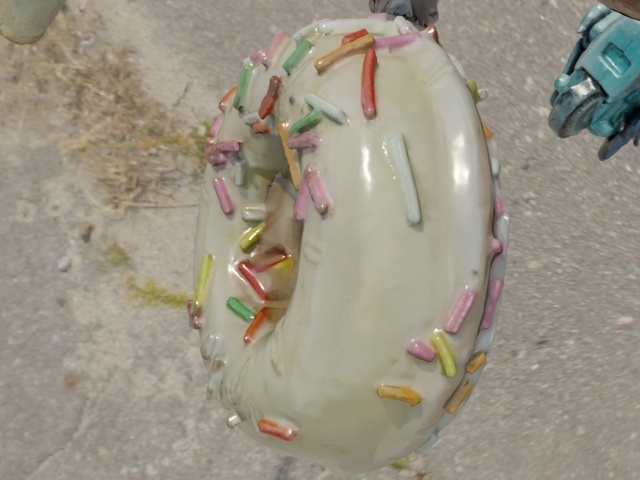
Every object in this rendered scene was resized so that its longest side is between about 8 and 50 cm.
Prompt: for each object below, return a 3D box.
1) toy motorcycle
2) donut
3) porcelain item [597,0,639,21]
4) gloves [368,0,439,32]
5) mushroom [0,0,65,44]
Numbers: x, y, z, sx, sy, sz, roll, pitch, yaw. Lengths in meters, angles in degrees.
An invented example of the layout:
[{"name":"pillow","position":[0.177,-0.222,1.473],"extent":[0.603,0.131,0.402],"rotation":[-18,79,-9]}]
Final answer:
[{"name":"toy motorcycle","position":[0.380,-0.214,1.175],"extent":[0.154,0.206,0.260],"rotation":[55,128,22]},{"name":"donut","position":[0.000,0.000,0.828],"extent":[0.382,0.142,0.382],"rotation":[-15,73,61]},{"name":"porcelain item","position":[0.274,-0.288,0.746],"extent":[0.253,0.253,0.253],"rotation":[-2,86,24]},{"name":"gloves","position":[0.057,-0.175,1.078],"extent":[0.119,0.142,0.285],"rotation":[30,72,2]},{"name":"mushroom","position":[-0.305,-0.328,1.175],"extent":[0.351,0.095,0.123],"rotation":[-17,78,58]}]
